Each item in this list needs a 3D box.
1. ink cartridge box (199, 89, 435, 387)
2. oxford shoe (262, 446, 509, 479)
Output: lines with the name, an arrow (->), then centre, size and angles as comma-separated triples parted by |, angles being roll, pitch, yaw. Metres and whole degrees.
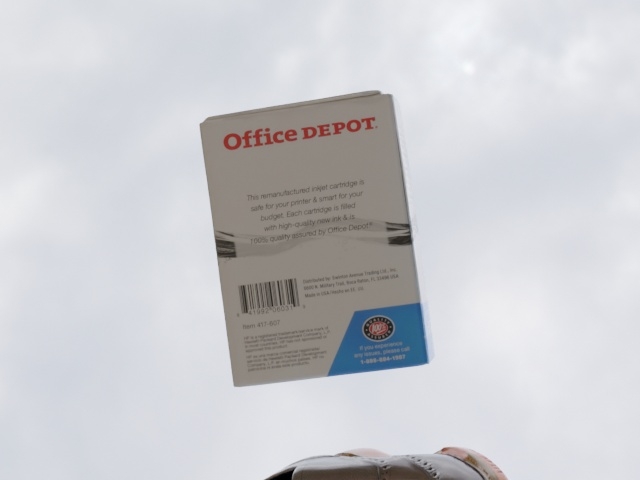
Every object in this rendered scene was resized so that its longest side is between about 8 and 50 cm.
ink cartridge box -> 0.000, 0.000, 1.028 | 0.148, 0.086, 0.203 | -7, -93, 9
oxford shoe -> 0.050, 0.251, 1.209 | 0.364, 0.133, 0.129 | 162, -73, -64
